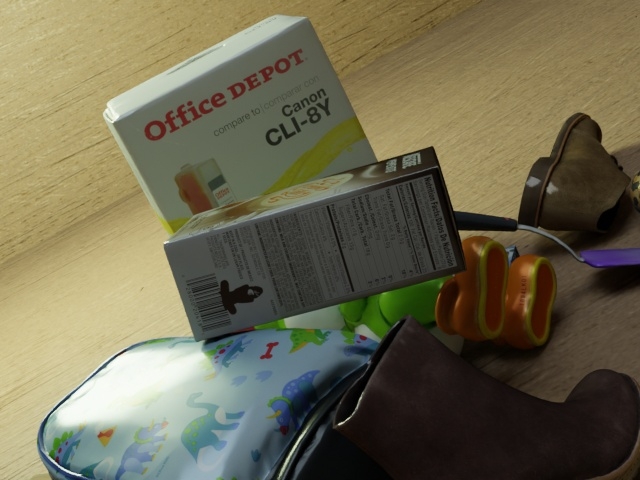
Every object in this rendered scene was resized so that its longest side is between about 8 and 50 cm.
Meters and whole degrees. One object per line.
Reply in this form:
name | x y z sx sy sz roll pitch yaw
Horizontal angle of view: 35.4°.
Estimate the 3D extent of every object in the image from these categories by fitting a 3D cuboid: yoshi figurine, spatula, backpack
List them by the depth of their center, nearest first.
backpack | -0.079 0.205 0.868 0.355 0.273 0.290 -25 19 53
spatula | 0.232 -0.003 1.089 0.296 0.030 0.084 12 10 1
yoshi figurine | 0.070 0.038 1.128 0.362 0.204 0.203 -6 25 41

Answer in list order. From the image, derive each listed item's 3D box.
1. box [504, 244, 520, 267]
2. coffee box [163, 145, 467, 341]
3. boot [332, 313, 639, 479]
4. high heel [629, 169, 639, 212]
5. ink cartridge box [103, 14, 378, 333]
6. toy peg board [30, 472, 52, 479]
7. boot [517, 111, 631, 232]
box | 0.174 0.055 1.226 0.137 0.027 0.094 -18 18 25
coffee box | 0.000 0.000 0.915 0.246 0.098 0.141 -16 11 7
boot | 0.140 0.127 0.766 0.090 0.207 0.248 -38 7 48
high heel | 0.477 -0.104 1.124 0.261 0.093 0.186 -36 24 2
ink cartridge box | -0.070 -0.061 1.309 0.279 0.385 0.160 -30 18 -8
toy peg board | -0.258 0.325 1.037 0.161 0.079 0.161 -15 37 34
boot | 0.346 -0.081 1.306 0.115 0.112 0.305 14 29 18
